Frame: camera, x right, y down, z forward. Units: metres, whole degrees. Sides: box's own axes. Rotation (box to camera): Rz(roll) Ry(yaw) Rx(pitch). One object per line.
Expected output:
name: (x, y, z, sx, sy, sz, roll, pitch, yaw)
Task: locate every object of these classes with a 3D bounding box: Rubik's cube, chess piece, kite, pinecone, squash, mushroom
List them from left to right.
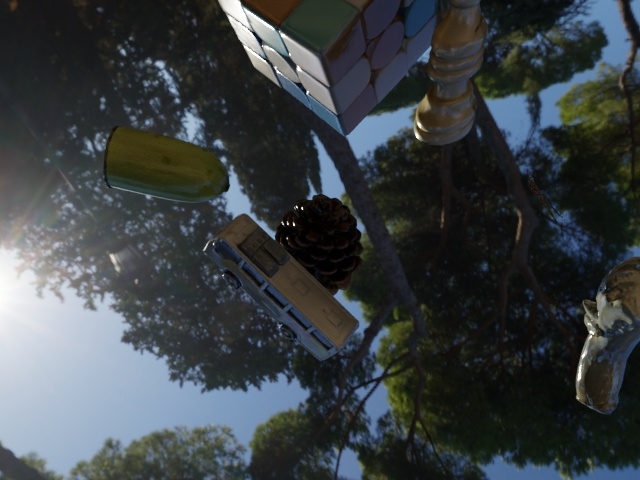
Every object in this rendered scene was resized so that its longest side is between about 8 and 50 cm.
squash: (-0.310, -0.151, 1.080, 0.246, 0.133, 0.133, 10, -142, -8)
pinecone: (-0.002, -0.002, 1.306, 0.246, 0.292, 0.247, 3, -122, -5)
Rubik's cube: (0.023, -0.511, 1.136, 0.346, 0.347, 0.344, 42, -94, 20)
chess piece: (0.254, -0.341, 0.982, 0.138, 0.307, 0.124, -10, -128, -3)
kite: (0.393, -0.073, 0.903, 0.005, 0.152, 0.137, -34, -125, 29)
mushroom: (0.448, 0.146, 0.781, 0.099, 0.278, 0.096, -2, -148, -5)

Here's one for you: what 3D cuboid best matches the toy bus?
toy bus: (-0.082, 0.095, 1.044, 0.097, 0.342, 0.138, -46, -179, -31)
